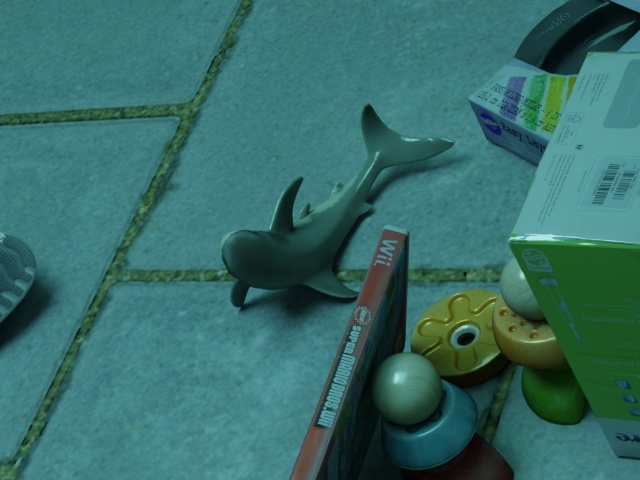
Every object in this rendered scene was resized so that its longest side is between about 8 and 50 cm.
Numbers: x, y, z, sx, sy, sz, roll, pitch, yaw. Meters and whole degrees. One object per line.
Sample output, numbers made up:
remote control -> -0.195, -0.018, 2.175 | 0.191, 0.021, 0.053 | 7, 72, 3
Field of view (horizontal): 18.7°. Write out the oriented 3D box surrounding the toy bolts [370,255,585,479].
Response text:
toy bolts -> 0.118, 0.098, 1.668 | 0.218, 0.158, 0.228 | 22, 62, 43

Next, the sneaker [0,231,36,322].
sneaker -> -0.409, 0.106, 2.051 | 0.281, 0.105, 0.115 | -42, 8, -6

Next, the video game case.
video game case -> 0.020, 0.156, 1.626 | 0.025, 0.204, 0.285 | 15, 60, 11

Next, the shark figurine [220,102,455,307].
shark figurine -> 0.013, 0.000, 1.905 | 0.116, 0.166, 0.278 | 36, 52, 21

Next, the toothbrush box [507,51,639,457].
toothbrush box -> 0.278, 0.016, 1.559 | 0.122, 0.283, 0.206 | 4, 51, 32

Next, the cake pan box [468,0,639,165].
cake pan box -> 0.311, -0.155, 1.881 | 0.246, 0.070, 0.267 | -40, 41, -14
